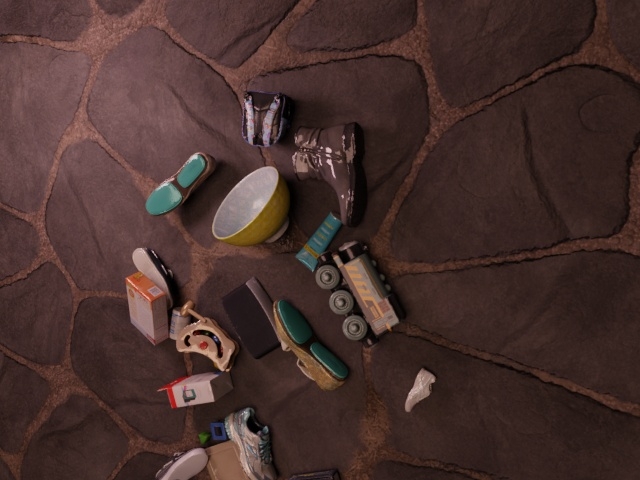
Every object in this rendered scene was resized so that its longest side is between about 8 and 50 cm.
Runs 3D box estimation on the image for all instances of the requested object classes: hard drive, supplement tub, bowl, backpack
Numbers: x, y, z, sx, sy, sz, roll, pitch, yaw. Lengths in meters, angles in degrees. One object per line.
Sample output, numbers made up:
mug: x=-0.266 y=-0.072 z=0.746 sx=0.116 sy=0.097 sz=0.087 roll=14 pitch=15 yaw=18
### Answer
hard drive: x=-0.232 y=0.273 z=1.830 sx=0.172 sy=0.054 sz=0.254 roll=-34 pitch=82 yaw=20
supplement tub: x=-0.511 y=0.303 z=1.932 sx=0.071 sy=0.071 sz=0.107 roll=13 pitch=98 yaw=20
bowl: x=-0.194 y=-0.081 z=1.714 sx=0.290 sy=0.289 sz=0.156 roll=-34 pitch=125 yaw=20
backpack: x=-0.173 y=-0.390 z=1.716 sx=0.158 sy=0.117 sz=0.173 roll=9 pitch=97 yaw=20

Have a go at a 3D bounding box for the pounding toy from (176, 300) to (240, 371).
pounding toy: x=-0.416 y=0.349 z=1.833 sx=0.270 sy=0.155 sz=0.154 roll=41 pitch=83 yaw=13

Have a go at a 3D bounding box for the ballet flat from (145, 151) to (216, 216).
ballet flat: x=-0.479 y=-0.191 z=1.858 sx=0.316 sy=0.106 sz=0.107 roll=-35 pitch=89 yaw=21

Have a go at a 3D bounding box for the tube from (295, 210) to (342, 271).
tube: x=0.000 y=0.000 z=1.725 sx=0.080 sy=0.052 sz=0.207 roll=43 pitch=113 yaw=20

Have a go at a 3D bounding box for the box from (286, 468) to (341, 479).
box: x=0.000 y=0.906 z=1.792 sx=0.184 sy=0.059 sz=0.232 roll=-17 pitch=88 yaw=23

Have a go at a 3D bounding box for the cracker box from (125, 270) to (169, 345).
cracker box: x=-0.622 y=0.245 z=1.903 sx=0.156 sy=0.067 sz=0.232 roll=34 pitch=133 yaw=27

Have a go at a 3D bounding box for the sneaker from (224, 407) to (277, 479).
sneaker: x=-0.222 y=0.716 z=1.838 sx=0.122 sy=0.110 sz=0.282 roll=-35 pitch=82 yaw=17

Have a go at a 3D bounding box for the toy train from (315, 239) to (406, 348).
toy train: x=0.122 y=0.163 z=1.649 sx=0.190 sy=0.142 sz=0.333 roll=-30 pitch=82 yaw=9

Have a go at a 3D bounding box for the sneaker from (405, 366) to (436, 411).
sneaker: x=0.308 y=0.473 z=1.640 sx=0.061 sy=0.054 sz=0.152 roll=26 pitch=103 yaw=14

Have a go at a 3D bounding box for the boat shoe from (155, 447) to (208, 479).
boat shoe: x=-0.524 y=0.839 z=1.968 sx=0.301 sy=0.108 sz=0.102 roll=-50 pitch=38 yaw=24

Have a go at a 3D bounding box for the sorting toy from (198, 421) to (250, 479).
sorting toy: x=-0.330 y=0.823 z=1.921 sx=0.196 sy=0.047 sz=0.347 roll=-27 pitch=82 yaw=28

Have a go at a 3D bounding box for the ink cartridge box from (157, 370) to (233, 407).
ink cartridge box: x=-0.447 y=0.532 z=1.893 sx=0.231 sy=0.134 sz=0.077 roll=-15 pitch=89 yaw=22

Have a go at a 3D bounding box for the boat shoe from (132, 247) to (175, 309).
boat shoe: x=-0.600 y=0.137 z=1.948 sx=0.095 sy=0.079 sz=0.254 roll=-42 pitch=77 yaw=21

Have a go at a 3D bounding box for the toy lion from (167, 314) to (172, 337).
toy lion: x=-0.582 y=0.314 z=1.984 sx=0.100 sy=0.034 sz=0.096 roll=28 pitch=111 yaw=17

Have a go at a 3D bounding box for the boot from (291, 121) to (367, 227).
boot: x=0.025 y=-0.202 z=1.672 sx=0.223 sy=0.118 sz=0.337 roll=-3 pitch=83 yaw=24

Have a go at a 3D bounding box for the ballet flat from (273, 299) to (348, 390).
ballet flat: x=-0.058 y=0.354 z=1.743 sx=0.348 sy=0.123 sz=0.123 roll=47 pitch=108 yaw=10
